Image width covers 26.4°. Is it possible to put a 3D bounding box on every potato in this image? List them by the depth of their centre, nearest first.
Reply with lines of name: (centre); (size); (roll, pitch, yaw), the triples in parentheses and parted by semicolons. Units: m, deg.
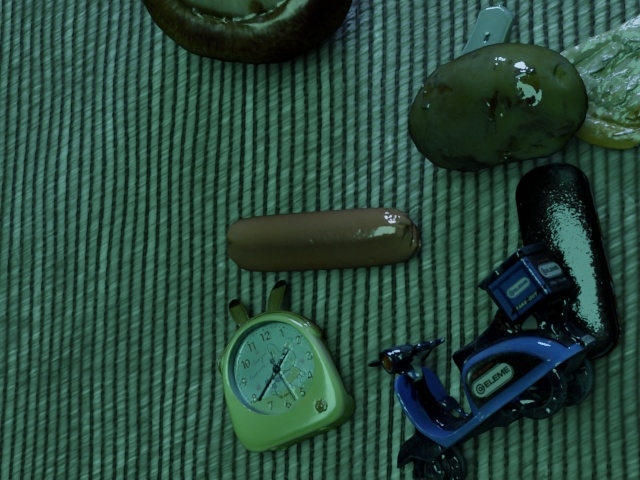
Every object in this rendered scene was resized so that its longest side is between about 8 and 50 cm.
potato: (0.229, -0.178, 1.810); (0.262, 0.165, 0.165); (-5, 80, 37)

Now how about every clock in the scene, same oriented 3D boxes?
clock: (-0.060, 0.173, 1.936); (0.170, 0.069, 0.232); (-24, 73, 18)

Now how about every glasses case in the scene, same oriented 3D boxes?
glasses case: (0.326, 0.028, 1.802); (0.103, 0.067, 0.266); (-13, 79, 20)

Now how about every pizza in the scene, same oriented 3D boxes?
pizza: (0.426, -0.226, 1.818); (0.262, 0.034, 0.181); (-34, 71, 14)

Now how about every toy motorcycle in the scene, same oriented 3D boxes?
toy motorcycle: (0.202, 0.175, 1.783); (0.358, 0.125, 0.212); (-43, 72, 31)

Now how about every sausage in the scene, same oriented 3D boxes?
sausage: (0.000, 0.000, 1.927); (0.289, 0.086, 0.086); (-2, 82, 22)

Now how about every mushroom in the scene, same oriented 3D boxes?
mushroom: (-0.120, -0.419, 1.940); (0.345, 0.259, 0.345); (-4, 81, 22)

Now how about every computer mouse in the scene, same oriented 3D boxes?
computer mouse: (0.236, -0.280, 1.903); (0.056, 0.032, 0.110); (19, 81, 21)
